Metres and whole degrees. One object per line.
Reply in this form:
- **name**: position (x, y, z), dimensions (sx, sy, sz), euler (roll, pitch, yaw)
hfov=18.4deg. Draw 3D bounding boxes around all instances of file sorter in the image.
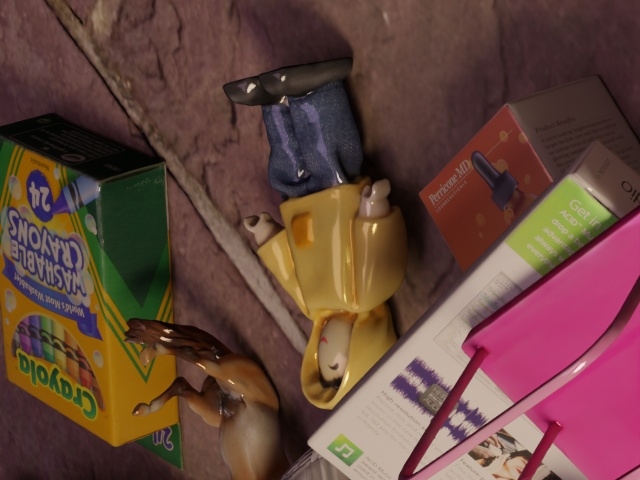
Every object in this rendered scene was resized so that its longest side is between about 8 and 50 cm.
- **file sorter**: position (0.218, 0.154, 1.133), dimensions (0.290, 0.182, 0.202), euler (45, 130, -5)

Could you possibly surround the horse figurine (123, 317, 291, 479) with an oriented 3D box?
- **horse figurine**: position (-0.082, 0.175, 1.737), dimensions (0.066, 0.174, 0.263), euler (-35, 67, 35)

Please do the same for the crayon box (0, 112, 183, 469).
- **crayon box**: position (-0.229, 0.059, 1.922), dimensions (0.203, 0.083, 0.322), euler (23, 123, 46)

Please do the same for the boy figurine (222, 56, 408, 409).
- **boy figurine**: position (0.000, 0.000, 1.588), dimensions (0.177, 0.092, 0.285), euler (-4, 99, 51)

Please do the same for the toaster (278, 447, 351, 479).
- **toaster**: position (0.027, 0.254, 1.606), dimensions (0.227, 0.129, 0.146), euler (125, 142, -50)

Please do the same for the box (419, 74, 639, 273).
- **box**: position (0.169, -0.003, 1.360), dimensions (0.170, 0.091, 0.130), euler (60, 143, 15)

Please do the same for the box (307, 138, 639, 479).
- **box**: position (0.166, 0.112, 1.291), dimensions (0.232, 0.058, 0.322), euler (41, 132, -1)
